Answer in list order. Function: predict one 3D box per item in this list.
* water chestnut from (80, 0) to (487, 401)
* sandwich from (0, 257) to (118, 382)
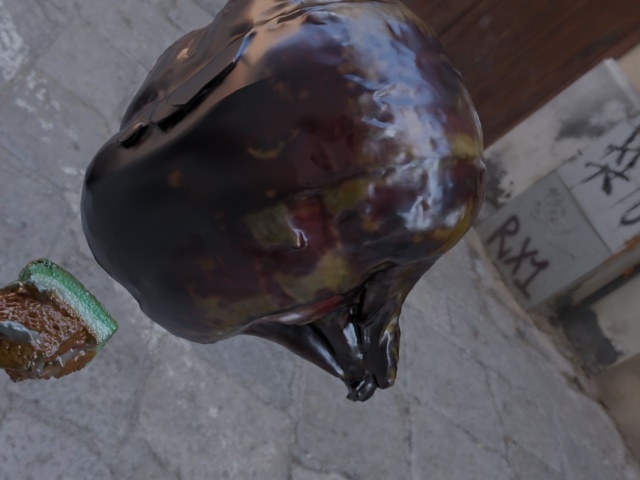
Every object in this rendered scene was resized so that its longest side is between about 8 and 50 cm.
[{"bbox_3d":[-0.017,-0.040,0.547,0.244,0.289,0.289,43,27,-31],"label":"water chestnut"},{"bbox_3d":[-0.388,0.133,1.105,0.184,0.109,0.160,40,27,-24],"label":"sandwich"}]
